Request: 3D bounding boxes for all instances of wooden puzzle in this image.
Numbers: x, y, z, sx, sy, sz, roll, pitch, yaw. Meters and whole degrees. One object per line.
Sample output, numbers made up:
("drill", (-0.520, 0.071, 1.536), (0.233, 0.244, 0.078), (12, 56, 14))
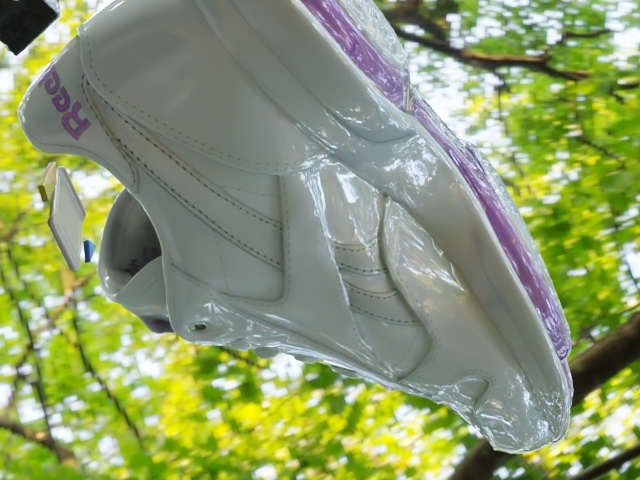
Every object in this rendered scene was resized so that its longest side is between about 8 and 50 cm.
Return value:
("wooden puzzle", (-0.227, -0.020, 1.441), (0.014, 0.079, 0.116), (-10, -54, 10))

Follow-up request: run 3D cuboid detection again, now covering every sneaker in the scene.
("sneaker", (0.000, 0.000, 0.677), (0.152, 0.305, 0.114), (-32, -143, 11))

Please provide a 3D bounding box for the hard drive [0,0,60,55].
("hard drive", (-0.363, -0.316, 1.398), (0.064, 0.237, 0.339), (-41, -69, 5))
